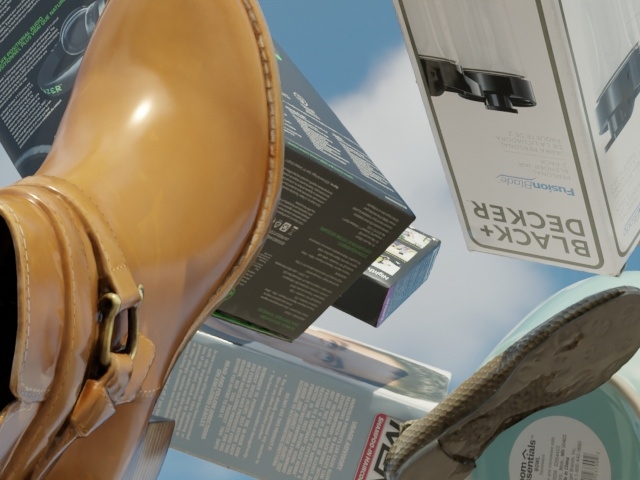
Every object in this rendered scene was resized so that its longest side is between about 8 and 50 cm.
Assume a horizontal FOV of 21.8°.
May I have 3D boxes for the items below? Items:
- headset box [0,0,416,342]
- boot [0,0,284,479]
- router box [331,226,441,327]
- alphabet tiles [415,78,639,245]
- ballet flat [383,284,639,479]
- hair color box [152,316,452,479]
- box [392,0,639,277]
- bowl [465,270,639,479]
[{"bbox_3d":[-0.110,-0.097,1.114,0.131,0.283,0.246,-45,-34,13],"label":"headset box"},{"bbox_3d":[-0.105,-0.005,0.667,0.109,0.283,0.220,19,-3,14],"label":"boot"},{"bbox_3d":[0.000,0.000,1.451,0.179,0.133,0.046,25,-65,15],"label":"router box"},{"bbox_3d":[0.252,-0.084,1.120,0.342,0.285,0.011,26,-44,16],"label":"alphabet tiles"},{"bbox_3d":[0.146,0.110,1.276,0.250,0.058,0.084,-41,-53,15],"label":"ballet flat"},{"bbox_3d":[-0.076,0.127,1.504,0.374,0.185,0.113,19,-81,3],"label":"hair color box"},{"bbox_3d":[0.109,-0.145,0.779,0.087,0.169,0.290,9,-43,34],"label":"box"},{"bbox_3d":[0.232,0.178,1.375,0.311,0.311,0.163,-43,-23,24],"label":"bowl"}]
